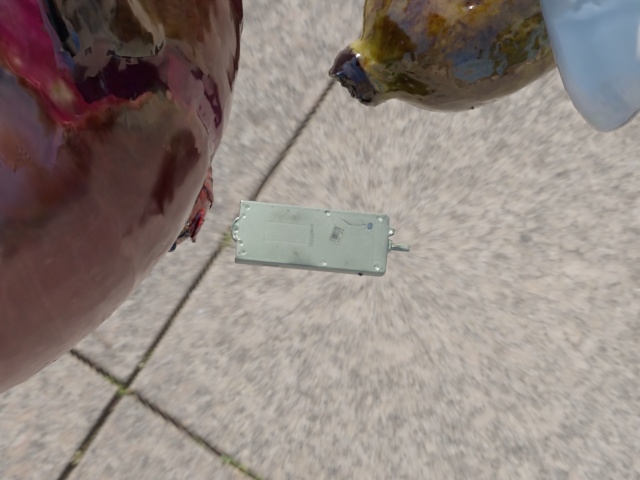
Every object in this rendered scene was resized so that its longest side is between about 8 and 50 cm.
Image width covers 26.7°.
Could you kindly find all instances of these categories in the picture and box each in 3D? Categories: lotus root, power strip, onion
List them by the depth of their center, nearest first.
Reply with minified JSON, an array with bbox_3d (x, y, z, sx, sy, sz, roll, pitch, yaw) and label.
[{"bbox_3d":[-0.201,-0.098,0.524,0.353,0.353,0.354,0,90,2],"label":"onion"},{"bbox_3d":[0.123,-0.181,1.004,0.260,0.128,0.145,-31,92,2],"label":"lotus root"},{"bbox_3d":[0.000,0.000,1.014,0.136,0.019,0.051,5,75,-5],"label":"power strip"}]

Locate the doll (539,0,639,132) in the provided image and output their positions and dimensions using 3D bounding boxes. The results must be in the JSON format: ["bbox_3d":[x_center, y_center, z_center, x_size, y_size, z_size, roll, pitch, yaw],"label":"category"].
[{"bbox_3d":[0.235,-0.195,0.449,0.161,0.423,0.348,42,52,-26],"label":"doll"}]

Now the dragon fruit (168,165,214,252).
[{"bbox_3d":[-0.226,-0.073,1.808,0.172,0.209,0.172,2,134,2],"label":"dragon fruit"}]
